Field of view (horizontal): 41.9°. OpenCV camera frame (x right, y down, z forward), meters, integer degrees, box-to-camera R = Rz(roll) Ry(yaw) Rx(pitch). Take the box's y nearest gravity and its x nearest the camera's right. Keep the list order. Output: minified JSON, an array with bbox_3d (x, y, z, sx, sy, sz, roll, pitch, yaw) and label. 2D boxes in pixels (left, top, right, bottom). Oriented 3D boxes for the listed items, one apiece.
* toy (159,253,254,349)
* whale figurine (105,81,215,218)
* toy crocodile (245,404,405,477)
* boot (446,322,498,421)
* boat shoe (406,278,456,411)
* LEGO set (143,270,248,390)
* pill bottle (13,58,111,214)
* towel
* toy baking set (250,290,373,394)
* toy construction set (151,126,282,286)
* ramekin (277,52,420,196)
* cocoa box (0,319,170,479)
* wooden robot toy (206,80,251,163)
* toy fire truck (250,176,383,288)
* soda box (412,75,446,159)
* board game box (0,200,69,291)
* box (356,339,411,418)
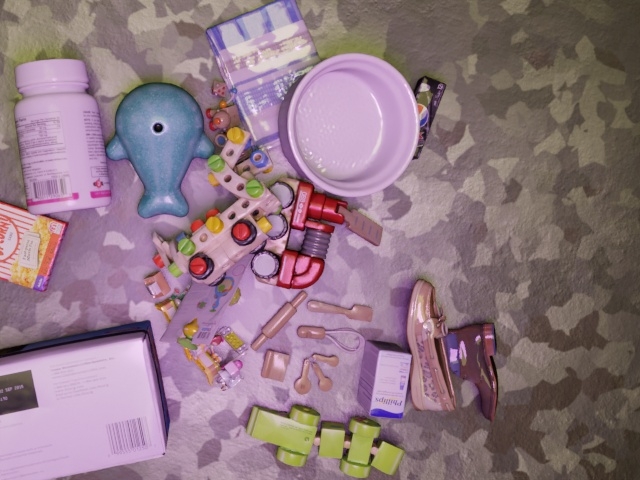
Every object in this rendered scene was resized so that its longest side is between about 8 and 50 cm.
[{"bbox_3d":[-0.202,0.112,1.623,0.056,0.136,0.237,55,49,-35],"label":"toy"},{"bbox_3d":[-0.316,-0.175,1.654,0.216,0.141,0.272,0,99,-9],"label":"whale figurine"},{"bbox_3d":[0.013,0.415,1.754,0.340,0.105,0.115,13,91,-4],"label":"toy crocodile"},{"bbox_3d":[0.329,0.284,1.811,0.106,0.082,0.219,-2,98,14],"label":"boot"},{"bbox_3d":[0.237,0.220,1.758,0.089,0.104,0.285,0,103,23],"label":"boat shoe"},{"bbox_3d":[-0.239,0.174,1.702,0.107,0.132,0.287,-33,73,-22],"label":"LEGO set"},{"bbox_3d":[-0.502,-0.197,1.618,0.160,0.160,0.283,-7,93,-8],"label":"pill bottle"},{"bbox_3d":[-0.094,-0.343,1.732,0.209,0.034,0.285,-23,95,-7],"label":"towel"},{"bbox_3d":[-0.017,0.208,1.772,0.196,0.030,0.256,40,87,-11],"label":"toy baking set"},{"bbox_3d":[-0.206,-0.039,1.603,0.327,0.151,0.215,-44,65,17],"label":"toy construction set"},{"bbox_3d":[0.047,-0.229,1.676,0.277,0.135,0.277,-2,97,-19],"label":"ramekin"},{"bbox_3d":[-0.481,0.307,1.608,0.347,0.228,0.232,-11,94,-7],"label":"cocoa box"},{"bbox_3d":[-0.199,-0.235,1.688,0.076,0.079,0.173,-10,103,20],"label":"wooden robot toy"},{"bbox_3d":[0.000,0.000,1.718,0.246,0.158,0.217,13,90,2],"label":"toy fire truck"},{"bbox_3d":[0.207,-0.257,1.763,0.053,0.060,0.169,20,90,-7],"label":"soda box"},{"bbox_3d":[-0.621,0.003,1.668,0.193,0.045,0.147,18,90,-8],"label":"board game box"},{"bbox_3d":[0.132,0.288,1.744,0.072,0.126,0.137,9,92,-10],"label":"box"}]
